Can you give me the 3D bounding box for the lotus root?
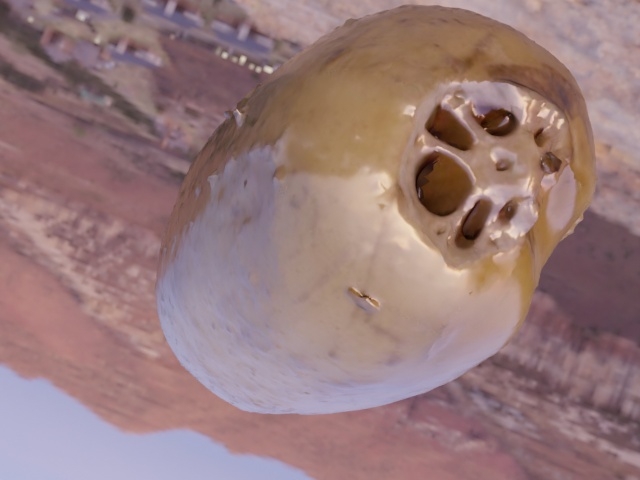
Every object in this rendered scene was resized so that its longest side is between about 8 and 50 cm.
[{"bbox_3d":[0.000,0.000,0.570,0.151,0.169,0.343,38,157,-10],"label":"lotus root"}]
